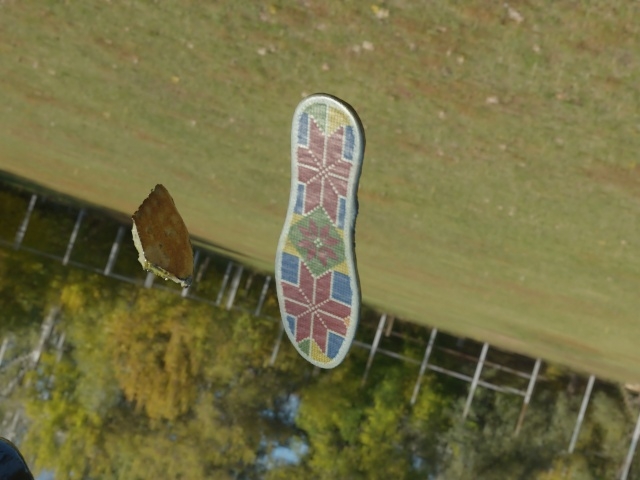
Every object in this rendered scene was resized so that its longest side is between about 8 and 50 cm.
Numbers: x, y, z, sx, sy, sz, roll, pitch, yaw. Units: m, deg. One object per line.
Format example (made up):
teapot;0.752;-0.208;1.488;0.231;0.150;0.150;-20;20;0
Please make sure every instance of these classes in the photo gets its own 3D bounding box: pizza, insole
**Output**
pizza;-0.232;-0.004;1.359;0.099;0.160;0.036;-9;165;-47
insole;0.000;0.000;0.594;0.065;0.193;0.006;20;-147;26

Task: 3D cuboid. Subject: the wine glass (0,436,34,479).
wine glass;-0.555;0.364;1.054;0.406;0.267;0.267;-7;173;8
